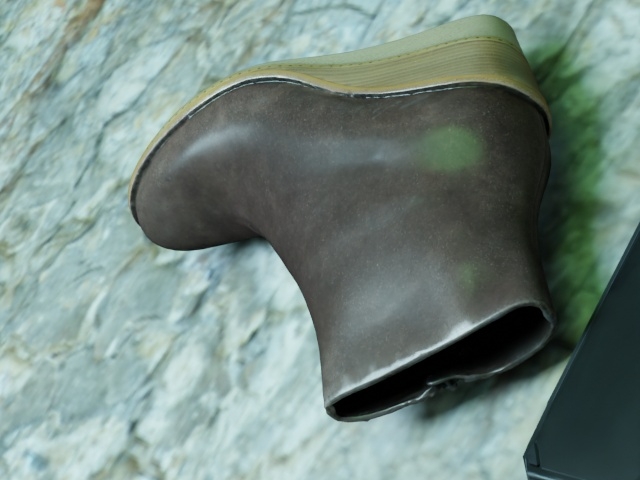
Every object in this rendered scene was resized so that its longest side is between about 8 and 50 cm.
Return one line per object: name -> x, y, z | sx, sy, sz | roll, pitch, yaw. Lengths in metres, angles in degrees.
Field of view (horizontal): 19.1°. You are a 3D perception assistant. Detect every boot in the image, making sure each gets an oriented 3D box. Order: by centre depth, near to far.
boot -> 0.000, 0.000, 0.938 | 0.248, 0.090, 0.207 | -23, 43, 24

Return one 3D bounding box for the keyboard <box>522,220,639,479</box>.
keyboard -> 0.219, -0.015, 0.790 | 0.201, 0.033, 0.317 | 9, 66, 55
